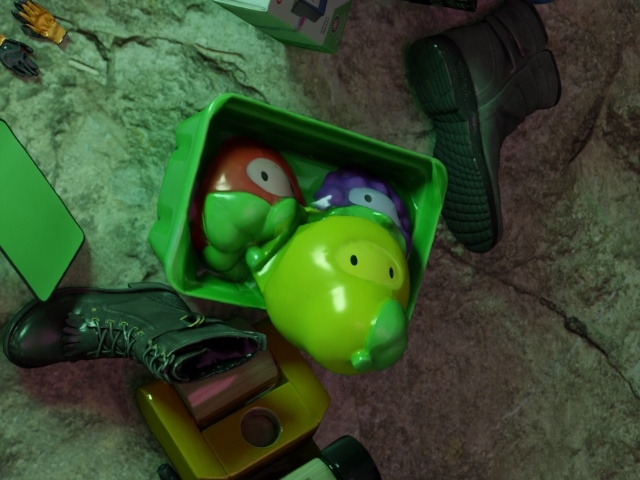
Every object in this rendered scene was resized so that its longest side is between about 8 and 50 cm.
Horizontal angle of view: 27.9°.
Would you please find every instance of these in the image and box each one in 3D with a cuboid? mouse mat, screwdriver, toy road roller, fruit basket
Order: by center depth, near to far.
[{"bbox_3d":[-0.349,-0.035,1.503,0.190,0.007,0.153,58,27,-24],"label":"mouse mat"},{"bbox_3d":[0.000,0.000,1.570,0.392,0.392,0.283,14,91,-32],"label":"fruit basket"},{"bbox_3d":[-0.092,0.288,1.694,0.202,0.240,0.329,-28,75,-24],"label":"toy road roller"},{"bbox_3d":[-0.172,0.361,1.736,0.170,0.024,0.025,59,40,-32],"label":"screwdriver"}]

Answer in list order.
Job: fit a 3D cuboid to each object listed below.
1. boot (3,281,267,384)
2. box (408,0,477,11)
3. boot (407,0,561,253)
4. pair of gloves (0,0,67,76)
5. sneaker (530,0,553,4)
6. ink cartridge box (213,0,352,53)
[{"bbox_3d":[-0.223,0.118,1.532,0.263,0.229,0.091,-14,110,-28],"label":"boot"},{"bbox_3d":[0.152,-0.451,1.664,0.143,0.165,0.270,10,91,11],"label":"box"},{"bbox_3d":[0.265,-0.166,1.851,0.222,0.118,0.338,-25,115,-31],"label":"boot"},{"bbox_3d":[-0.348,-0.240,1.524,0.074,0.010,0.083,40,78,-30],"label":"pair of gloves"},{"bbox_3d":[0.307,-0.494,1.793,0.129,0.147,0.330,-28,111,-24],"label":"sneaker"},{"bbox_3d":[-0.036,-0.334,1.591,0.212,0.093,0.154,17,90,-64],"label":"ink cartridge box"}]
